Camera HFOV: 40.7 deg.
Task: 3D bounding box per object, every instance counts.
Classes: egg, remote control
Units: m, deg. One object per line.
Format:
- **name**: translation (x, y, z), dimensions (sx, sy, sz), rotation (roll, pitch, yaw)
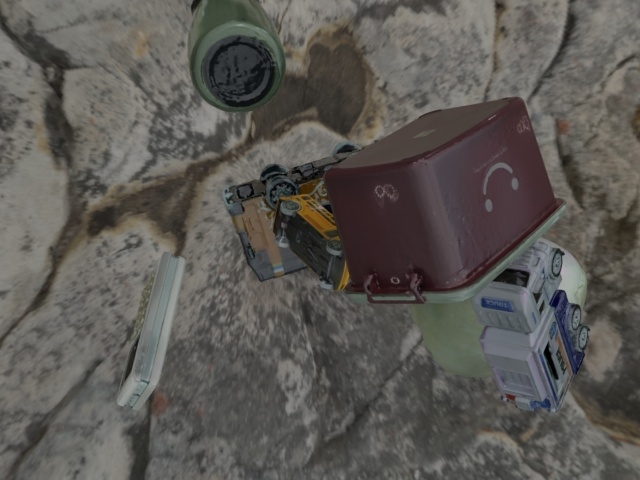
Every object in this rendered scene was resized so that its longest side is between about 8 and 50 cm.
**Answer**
- **egg**: translation (0.344, 0.113, 1.664), dimensions (0.336, 0.278, 0.278), rotation (-30, 95, 25)
- **remote control**: translation (-0.304, 0.158, 1.546), dimensions (0.055, 0.103, 0.277), rotation (21, 48, -17)

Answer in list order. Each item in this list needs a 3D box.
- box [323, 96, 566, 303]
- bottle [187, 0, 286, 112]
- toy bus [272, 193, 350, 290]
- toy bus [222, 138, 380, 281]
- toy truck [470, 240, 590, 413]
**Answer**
- **box**: translation (0.147, -0.055, 1.046), dimensions (0.294, 0.193, 0.167), rotation (-33, 109, -43)
- **bottle**: translation (-0.163, -0.375, 1.572), dimensions (0.168, 0.347, 0.168), rotation (-5, 125, -8)
- **toy bus**: translation (0.000, 0.000, 1.231), dimensions (0.074, 0.162, 0.069), rotation (-16, 133, -36)
- **toy bus**: translation (-0.008, -0.050, 1.386), dimensions (0.275, 0.138, 0.167), rotation (-17, 109, -5)
- **toy truck**: translation (0.309, 0.128, 1.309), dimensions (0.155, 0.124, 0.268), rotation (-58, 136, -30)
